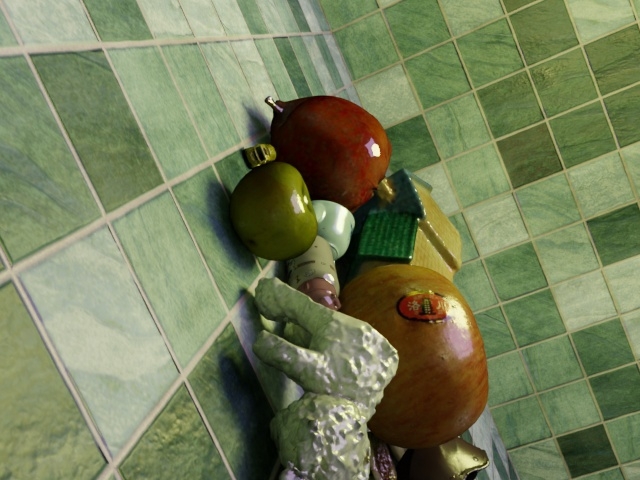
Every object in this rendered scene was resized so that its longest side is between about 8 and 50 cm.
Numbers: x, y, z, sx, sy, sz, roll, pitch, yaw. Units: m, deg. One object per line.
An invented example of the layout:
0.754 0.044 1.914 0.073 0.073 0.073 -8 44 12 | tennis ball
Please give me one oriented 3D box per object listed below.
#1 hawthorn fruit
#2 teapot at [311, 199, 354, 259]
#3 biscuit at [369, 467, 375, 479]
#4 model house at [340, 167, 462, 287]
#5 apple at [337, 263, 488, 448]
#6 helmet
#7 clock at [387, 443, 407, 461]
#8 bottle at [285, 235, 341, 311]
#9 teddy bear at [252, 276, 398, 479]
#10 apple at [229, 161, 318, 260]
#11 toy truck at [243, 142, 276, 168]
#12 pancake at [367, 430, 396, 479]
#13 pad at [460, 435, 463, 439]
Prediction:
0.016 -0.209 2.005 0.308 0.324 0.308 -57 160 -35 | hawthorn fruit
0.000 0.000 1.895 0.232 0.158 0.159 70 8 -51 | teapot
0.107 0.510 1.756 0.184 0.038 0.174 63 14 -19 | biscuit
0.171 0.035 2.186 0.343 0.334 0.382 51 25 -22 | model house
0.172 0.251 1.756 0.400 0.333 0.401 164 -90 -84 | apple
0.249 0.570 1.855 0.177 0.305 0.225 35 -33 13 | helmet
0.253 0.435 2.127 0.326 0.183 0.342 -56 131 -77 | clock
-0.015 0.091 1.717 0.110 0.109 0.233 60 11 -32 | bottle
-0.041 0.291 1.406 0.362 0.375 0.327 -55 136 -21 | teddy bear
-0.092 -0.054 1.590 0.196 0.156 0.197 -21 90 -76 | apple
-0.137 -0.194 1.830 0.083 0.054 0.049 -28 97 -75 | toy truck
0.130 0.482 1.758 0.140 0.022 0.140 57 17 -29 | pancake
0.352 0.453 2.172 0.158 0.003 0.235 -94 162 -69 | pad
